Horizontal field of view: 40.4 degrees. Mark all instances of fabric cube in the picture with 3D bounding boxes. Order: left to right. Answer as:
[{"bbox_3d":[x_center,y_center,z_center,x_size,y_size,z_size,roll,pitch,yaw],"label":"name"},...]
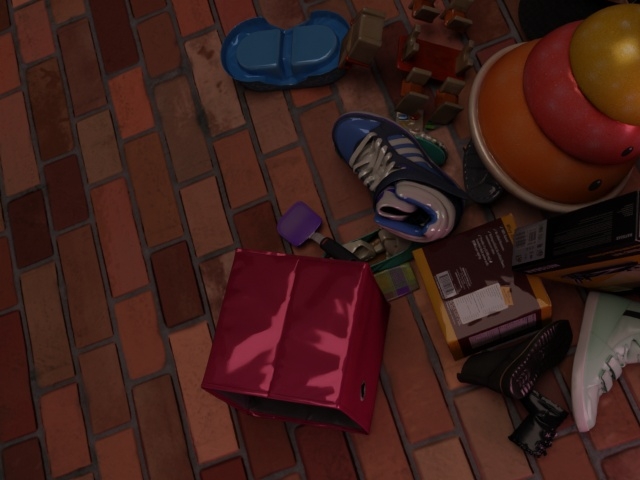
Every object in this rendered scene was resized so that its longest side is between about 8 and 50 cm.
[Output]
[{"bbox_3d":[-0.031,0.187,1.575,0.259,0.254,0.258,6,69,18],"label":"fabric cube"}]

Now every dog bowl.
[{"bbox_3d":[-0.068,-0.410,1.918,0.297,0.074,0.165,-3,68,14],"label":"dog bowl"}]

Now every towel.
[{"bbox_3d":[0.144,0.081,1.692,0.083,0.009,0.060,-22,90,7],"label":"towel"}]

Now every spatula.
[{"bbox_3d":[0.000,0.000,1.704,0.084,0.030,0.296,-46,33,-5],"label":"spatula"}]

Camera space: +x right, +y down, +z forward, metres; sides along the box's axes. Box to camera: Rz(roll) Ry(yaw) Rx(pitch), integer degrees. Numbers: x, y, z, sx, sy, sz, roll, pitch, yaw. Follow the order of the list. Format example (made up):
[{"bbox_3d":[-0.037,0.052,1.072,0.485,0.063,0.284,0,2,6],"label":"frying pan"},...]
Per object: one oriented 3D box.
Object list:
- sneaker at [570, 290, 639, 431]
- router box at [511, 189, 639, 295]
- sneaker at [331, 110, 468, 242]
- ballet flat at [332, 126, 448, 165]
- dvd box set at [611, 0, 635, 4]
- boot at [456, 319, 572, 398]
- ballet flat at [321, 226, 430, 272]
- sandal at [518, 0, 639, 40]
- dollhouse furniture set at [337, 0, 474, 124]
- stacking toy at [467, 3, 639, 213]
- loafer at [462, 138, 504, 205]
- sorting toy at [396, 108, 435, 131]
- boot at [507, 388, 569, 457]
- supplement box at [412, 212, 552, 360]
[{"bbox_3d":[0.519,0.215,1.501,0.151,0.094,0.255,8,69,24],"label":"sneaker"},{"bbox_3d":[0.497,0.014,1.400,0.243,0.309,0.081,12,76,-19],"label":"router box"},{"bbox_3d":[0.125,-0.122,1.630,0.323,0.236,0.130,40,114,8],"label":"sneaker"},{"bbox_3d":[0.145,-0.204,1.780,0.241,0.091,0.077,7,41,13],"label":"ballet flat"},{"bbox_3d":[0.563,-0.630,1.747,0.308,0.062,0.420,-42,40,-7],"label":"dvd box set"},{"bbox_3d":[0.349,0.200,1.572,0.198,0.076,0.137,-32,20,-32],"label":"boot"},{"bbox_3d":[0.107,0.018,1.695,0.247,0.087,0.083,-26,65,4],"label":"ballet flat"},{"bbox_3d":[0.564,-0.418,1.702,0.446,0.107,0.167,35,94,49],"label":"sandal"},{"bbox_3d":[0.181,-0.387,1.801,0.259,0.135,0.262,13,70,-13],"label":"dollhouse furniture set"},{"bbox_3d":[0.491,-0.273,1.453,0.351,0.480,0.350,5,71,-15],"label":"stacking toy"},{"bbox_3d":[0.352,-0.204,1.720,0.109,0.095,0.302,2,73,26],"label":"loafer"},{"bbox_3d":[0.199,-0.249,1.817,0.083,0.012,0.062,0,69,15],"label":"sorting toy"},{"bbox_3d":[0.367,0.316,1.536,0.121,0.045,0.099,34,86,25],"label":"boot"},{"bbox_3d":[0.297,0.087,1.594,0.194,0.129,0.191,-21,65,6],"label":"supplement box"}]
